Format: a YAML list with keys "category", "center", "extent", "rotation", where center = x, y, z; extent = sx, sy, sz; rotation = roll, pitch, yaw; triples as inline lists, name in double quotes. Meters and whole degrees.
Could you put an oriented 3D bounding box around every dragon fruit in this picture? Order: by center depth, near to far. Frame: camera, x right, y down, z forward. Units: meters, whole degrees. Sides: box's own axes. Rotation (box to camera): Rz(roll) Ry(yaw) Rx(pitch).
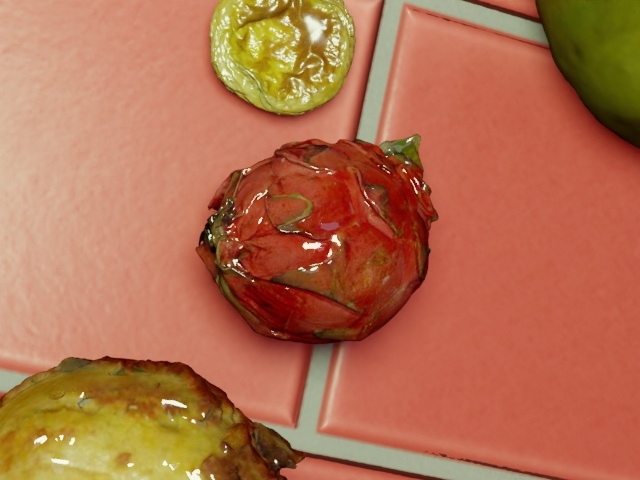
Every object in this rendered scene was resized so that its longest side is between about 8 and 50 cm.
- category: "dragon fruit"
  center: [0.000, 0.000, 1.220]
  extent: [0.209, 0.172, 0.172]
  rotation: [-19, 93, -25]

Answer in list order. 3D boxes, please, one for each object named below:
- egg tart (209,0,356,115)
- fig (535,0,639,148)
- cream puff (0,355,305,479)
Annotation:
- category: "egg tart"
  center: [-0.033, -0.168, 1.278]
  extent: [0.130, 0.052, 0.130]
  rotation: [0, 89, -17]
- category: "fig"
  center: [0.347, -0.223, 1.249]
  extent: [0.343, 0.343, 0.343]
  rotation: [1, 87, -18]
- category: "cream puff"
  center: [-0.148, 0.262, 1.128]
  extent: [0.350, 0.228, 0.350]
  rotation: [-1, 77, 4]
